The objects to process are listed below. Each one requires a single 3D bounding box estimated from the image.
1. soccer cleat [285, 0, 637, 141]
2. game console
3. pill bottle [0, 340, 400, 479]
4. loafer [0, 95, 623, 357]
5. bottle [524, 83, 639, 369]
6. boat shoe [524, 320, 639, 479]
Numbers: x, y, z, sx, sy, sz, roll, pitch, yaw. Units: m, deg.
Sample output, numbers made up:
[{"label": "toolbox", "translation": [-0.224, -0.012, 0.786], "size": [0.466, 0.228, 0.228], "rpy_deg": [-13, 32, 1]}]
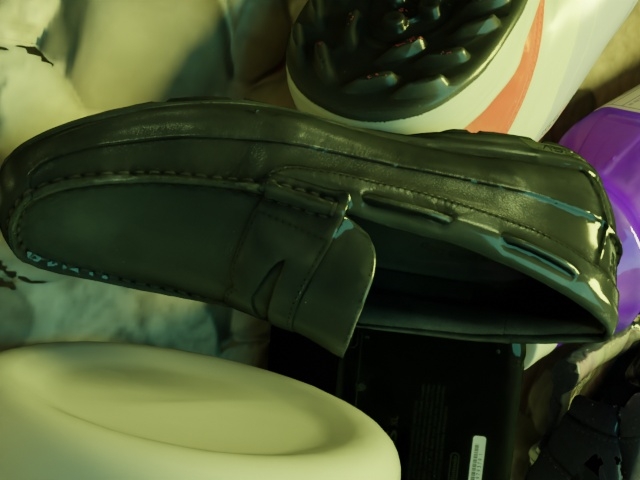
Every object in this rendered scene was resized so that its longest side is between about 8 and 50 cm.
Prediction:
[{"label": "soccer cleat", "translation": [0.103, -0.126, 0.515], "size": [0.318, 0.109, 0.116], "rpy_deg": [-48, 150, -25]}, {"label": "game console", "translation": [0.025, 0.079, 0.468], "size": [0.071, 0.107, 0.122], "rpy_deg": [-66, 161, -76]}, {"label": "pill bottle", "translation": [-0.071, 0.179, 0.384], "size": [0.153, 0.153, 0.264], "rpy_deg": [6, 98, -46]}, {"label": "loafer", "translation": [0.000, 0.000, 0.387], "size": [0.223, 0.078, 0.076], "rpy_deg": [3, 141, -10]}, {"label": "bottle", "translation": [0.180, -0.021, 0.611], "size": [0.283, 0.092, 0.118], "rpy_deg": [-30, 125, -33]}, {"label": "boat shoe", "translation": [0.258, 0.129, 0.711], "size": [0.341, 0.127, 0.158], "rpy_deg": [-8, 116, -43]}]
